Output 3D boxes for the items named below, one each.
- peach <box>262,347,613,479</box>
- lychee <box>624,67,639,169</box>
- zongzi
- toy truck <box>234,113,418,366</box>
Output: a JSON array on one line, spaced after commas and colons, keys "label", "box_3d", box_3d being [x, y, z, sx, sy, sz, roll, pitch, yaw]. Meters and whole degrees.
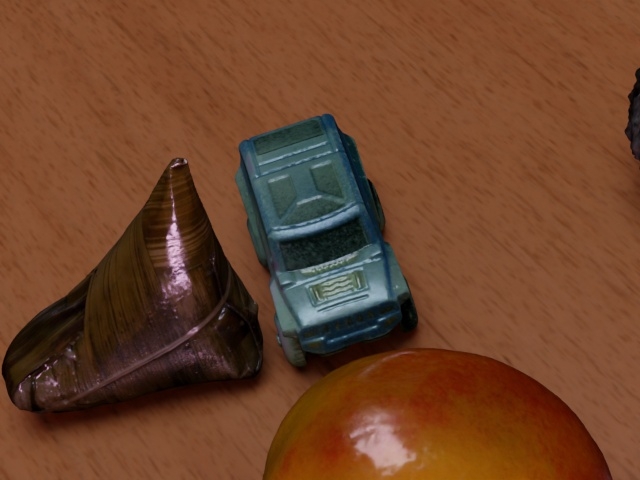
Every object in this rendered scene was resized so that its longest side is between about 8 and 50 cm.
[{"label": "peach", "box_3d": [0.111, 0.230, 1.852, 0.307, 0.289, 0.289, -21, 48, 5]}, {"label": "lychee", "box_3d": [0.461, -0.136, 2.106, 0.274, 0.255, 0.255, -11, 39, -39]}, {"label": "zongzi", "box_3d": [-0.221, 0.050, 2.079, 0.285, 0.288, 0.134, -16, 43, 1]}, {"label": "toy truck", "box_3d": [0.000, 0.000, 2.153, 0.155, 0.156, 0.279, -18, 47, 0]}]
